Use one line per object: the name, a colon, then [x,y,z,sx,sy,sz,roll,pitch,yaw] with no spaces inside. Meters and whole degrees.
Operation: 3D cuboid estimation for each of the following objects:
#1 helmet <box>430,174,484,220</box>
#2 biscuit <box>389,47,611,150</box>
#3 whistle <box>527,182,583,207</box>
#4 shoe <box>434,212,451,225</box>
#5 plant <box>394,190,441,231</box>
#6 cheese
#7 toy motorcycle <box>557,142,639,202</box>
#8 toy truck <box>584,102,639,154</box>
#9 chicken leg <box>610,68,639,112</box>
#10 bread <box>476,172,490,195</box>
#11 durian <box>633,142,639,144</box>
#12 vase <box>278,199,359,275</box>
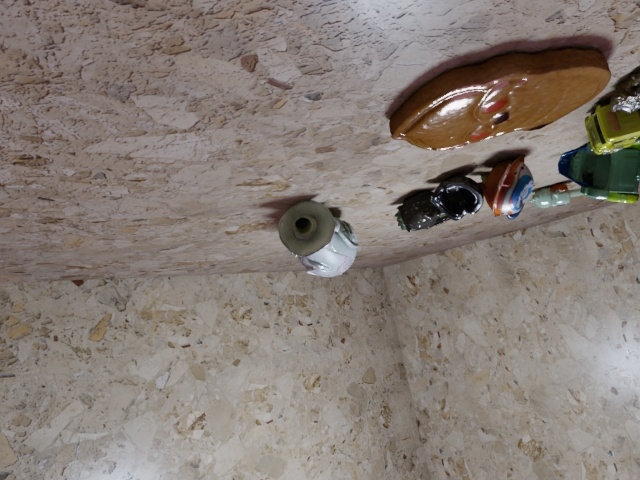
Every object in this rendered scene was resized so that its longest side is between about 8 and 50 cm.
helmet: [0.473,-0.162,1.669,0.153,0.107,0.177,39,142,-18]
biscuit: [0.373,-0.287,1.043,0.456,0.078,0.350,-12,166,3]
whistle: [1.051,-0.199,2.169,0.253,0.105,0.101,-8,-158,21]
shoe: [0.535,-0.107,2.193,0.195,0.074,0.077,-16,174,10]
plant: [0.371,-0.104,1.847,0.132,0.129,0.194,-8,166,-20]
cheese: [0.634,-0.164,1.637,0.129,0.216,0.329,28,178,31]
toy motorcycle: [0.902,-0.239,1.600,0.200,0.191,0.326,4,-167,8]
toy truck: [0.824,-0.313,1.215,0.272,0.124,0.157,-14,170,14]
chicken leg: [0.719,-0.352,1.088,0.085,0.069,0.198,11,166,10]
bread: [0.622,-0.195,1.750,0.226,0.088,0.049,-4,170,-33]
durian: [0.921,-0.319,1.344,0.250,0.101,0.139,-21,174,0]
vase: [0.000,0.000,1.758,0.250,0.249,0.445,-13,165,10]
